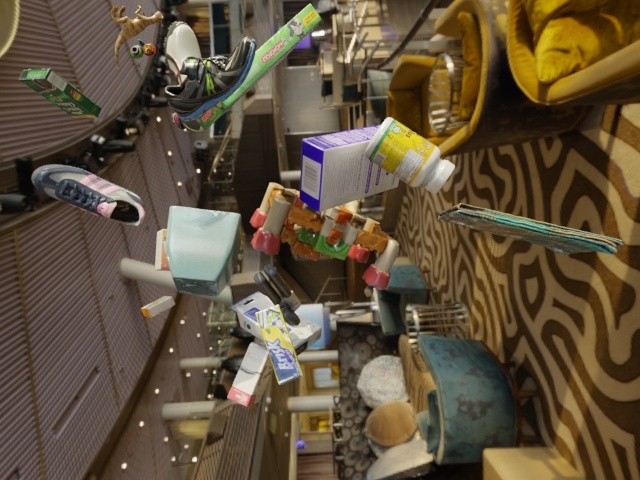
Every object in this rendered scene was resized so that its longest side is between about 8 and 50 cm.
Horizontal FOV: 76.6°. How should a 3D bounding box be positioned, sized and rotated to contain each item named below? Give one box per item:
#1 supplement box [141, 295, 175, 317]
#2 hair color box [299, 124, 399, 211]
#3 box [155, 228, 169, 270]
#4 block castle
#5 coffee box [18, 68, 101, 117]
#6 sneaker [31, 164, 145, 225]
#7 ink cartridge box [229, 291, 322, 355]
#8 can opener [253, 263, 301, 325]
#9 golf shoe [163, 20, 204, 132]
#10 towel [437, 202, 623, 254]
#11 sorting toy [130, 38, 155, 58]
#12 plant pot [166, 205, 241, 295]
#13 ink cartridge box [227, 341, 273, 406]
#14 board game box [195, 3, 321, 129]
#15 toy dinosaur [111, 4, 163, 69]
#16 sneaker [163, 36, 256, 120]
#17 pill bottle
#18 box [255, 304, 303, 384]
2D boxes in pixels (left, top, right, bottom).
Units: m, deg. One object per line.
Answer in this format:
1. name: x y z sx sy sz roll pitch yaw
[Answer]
1. supplement box: -0.593 0.242 1.484 0.098 0.062 0.036 -30 -72 -41
2. hair color box: 0.100 -0.224 1.207 0.110 0.338 0.185 37 133 40
3. box: -0.636 0.046 1.758 0.091 0.130 0.171 -11 77 53
4. block castle: 0.000 0.000 1.322 0.303 0.452 0.213 -119 50 -67
5. coffee box: -0.762 -0.430 1.200 0.184 0.113 0.041 46 -125 -64
6. sneaker: -0.680 -0.130 1.222 0.131 0.318 0.112 44 108 44
7. ink cartridge box: -0.174 0.311 1.531 0.165 0.332 0.065 -24 -50 -48
8. can opener: -0.116 0.180 1.253 0.095 0.076 0.283 52 172 34
9. golf shoe: -0.330 -0.425 1.066 0.105 0.120 0.273 -24 -61 -48
10. towel: 0.510 -0.025 1.052 0.271 0.369 0.040 15 -91 -83
11. sorting toy: -0.695 -0.746 1.574 0.042 0.101 0.061 -123 26 -89
12. plant pot: -0.427 0.058 1.463 0.247 0.247 0.253 110 165 -60
13. ink cartridge box: -0.255 0.517 1.582 0.158 0.092 0.218 54 -125 -73
14. board game box: -0.154 -0.399 0.952 0.046 0.317 0.213 47 161 -21
15. toy dinosaur: -0.557 -0.616 1.181 0.112 0.211 0.064 49 175 -18
16. sneaker: -0.181 -0.266 0.658 0.078 0.188 0.067 46 -150 -37
17. pill bottle: 0.228 -0.210 1.031 0.118 0.208 0.117 -56 -4 -5
18. box: -0.094 0.239 0.932 0.054 0.059 0.169 93 156 -72
